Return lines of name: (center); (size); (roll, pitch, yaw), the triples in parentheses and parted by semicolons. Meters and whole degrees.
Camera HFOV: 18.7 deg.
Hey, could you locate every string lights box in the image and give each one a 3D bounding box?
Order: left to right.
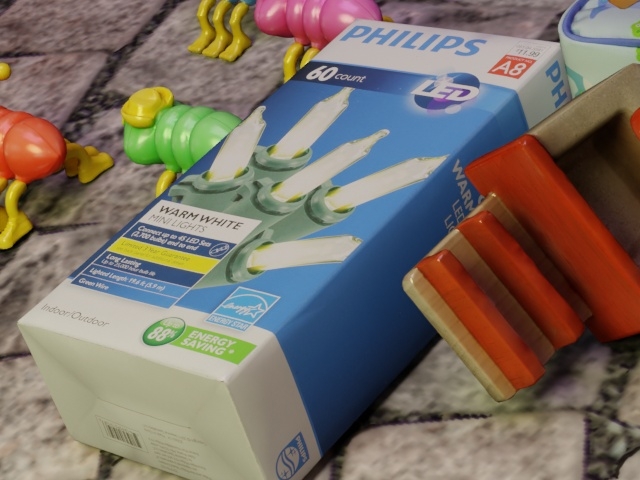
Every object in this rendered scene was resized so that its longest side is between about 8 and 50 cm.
string lights box: (0.000, 0.000, 0.912); (0.133, 0.077, 0.260); (12, 44, 39)

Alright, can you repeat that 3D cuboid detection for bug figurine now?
bug figurine: (-0.077, -0.098, 1.094); (0.216, 0.072, 0.279); (14, 46, 39)

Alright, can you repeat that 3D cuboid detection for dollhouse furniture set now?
dollhouse furniture set: (0.154, -0.023, 0.742); (0.135, 0.262, 0.259); (-43, 7, -28)

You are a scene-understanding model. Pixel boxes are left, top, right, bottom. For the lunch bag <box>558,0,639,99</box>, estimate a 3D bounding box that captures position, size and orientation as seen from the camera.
lunch bag: (0.225, -0.105, 0.923); (0.176, 0.090, 0.219); (11, 38, 37)
